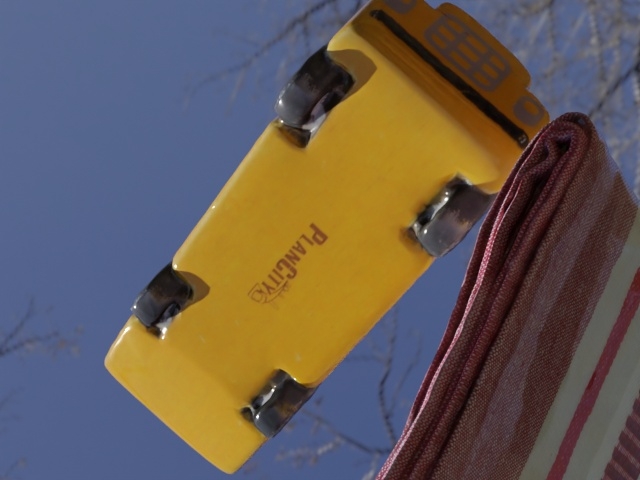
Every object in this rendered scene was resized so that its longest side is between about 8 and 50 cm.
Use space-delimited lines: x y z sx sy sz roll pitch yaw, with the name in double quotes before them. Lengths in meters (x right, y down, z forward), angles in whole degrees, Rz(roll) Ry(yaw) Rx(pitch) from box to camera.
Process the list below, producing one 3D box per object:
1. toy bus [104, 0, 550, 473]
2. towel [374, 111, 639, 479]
"toy bus" 0.000 0.000 0.813 0.108 0.332 0.130 42 -137 3
"towel" 0.122 0.127 0.695 0.037 0.329 0.237 15 -112 38
